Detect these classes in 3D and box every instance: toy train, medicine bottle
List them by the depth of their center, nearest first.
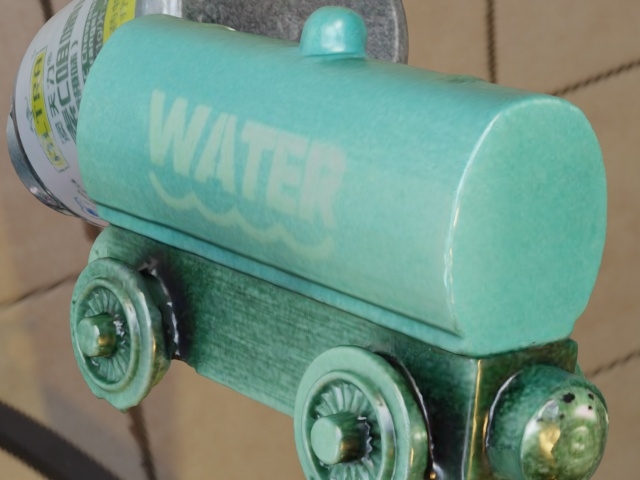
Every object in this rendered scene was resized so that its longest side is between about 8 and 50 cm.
[{"bbox_3d":[0.000,0.000,0.586,0.101,0.248,0.159,-8,109,-39],"label":"toy train"},{"bbox_3d":[-0.080,-0.081,0.934,0.141,0.293,0.141,4,81,-26],"label":"medicine bottle"}]
